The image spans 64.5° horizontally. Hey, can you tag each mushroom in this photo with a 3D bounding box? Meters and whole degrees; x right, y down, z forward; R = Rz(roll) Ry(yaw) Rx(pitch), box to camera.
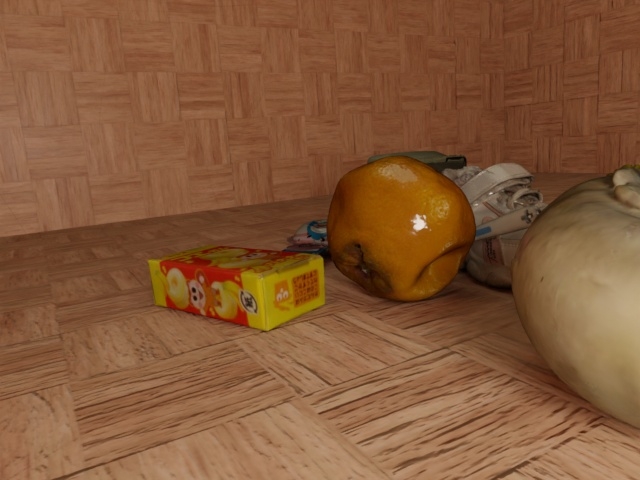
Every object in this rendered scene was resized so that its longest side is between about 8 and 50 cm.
[{"bbox_3d":[0.327,-0.015,0.415,0.315,0.335,0.314,7,15,-2],"label":"mushroom"}]

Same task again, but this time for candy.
[{"bbox_3d":[-0.141,0.066,0.828,0.276,0.088,0.146,4,15,37],"label":"candy"}]

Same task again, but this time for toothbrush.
[{"bbox_3d":[0.217,0.003,0.866,0.040,0.040,0.386,-9,-8,-26],"label":"toothbrush"}]

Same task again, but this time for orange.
[{"bbox_3d":[0.106,-0.012,0.796,0.249,0.248,0.183,7,38,47],"label":"orange"}]

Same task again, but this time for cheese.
[{"bbox_3d":[0.000,0.000,1.167,0.189,0.074,0.286,-1,12,23],"label":"cheese"}]

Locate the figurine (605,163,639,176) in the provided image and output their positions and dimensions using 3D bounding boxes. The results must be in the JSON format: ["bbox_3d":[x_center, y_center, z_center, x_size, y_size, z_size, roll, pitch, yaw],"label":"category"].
[{"bbox_3d":[0.564,-0.034,1.013,0.315,0.168,0.187,-22,46,-28],"label":"figurine"}]

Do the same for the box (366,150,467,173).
[{"bbox_3d":[0.239,-0.108,1.263,0.291,0.220,0.166,-11,34,-34],"label":"box"}]

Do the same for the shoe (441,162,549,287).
[{"bbox_3d":[0.315,-0.036,0.895,0.172,0.198,0.351,-12,12,-25],"label":"shoe"}]
